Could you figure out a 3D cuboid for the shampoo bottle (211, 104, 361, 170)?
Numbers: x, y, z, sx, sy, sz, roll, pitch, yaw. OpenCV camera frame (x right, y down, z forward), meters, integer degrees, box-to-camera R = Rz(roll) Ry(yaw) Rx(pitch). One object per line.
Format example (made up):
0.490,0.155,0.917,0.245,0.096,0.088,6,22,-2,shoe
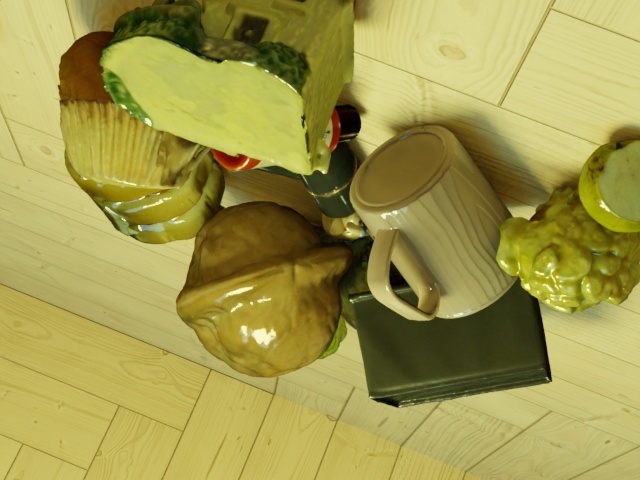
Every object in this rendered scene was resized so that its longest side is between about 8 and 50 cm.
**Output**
-0.043,-0.177,1.542,0.104,0.104,0.278,0,-170,43,shampoo bottle

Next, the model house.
-0.104,-0.280,1.318,0.321,0.266,0.261,19,155,11,model house

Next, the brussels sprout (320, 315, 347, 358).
-0.039,0.212,2.463,0.223,0.161,0.223,20,150,12,brussels sprout

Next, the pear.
0.450,-0.081,1.435,0.141,0.141,0.104,26,179,-7,pear

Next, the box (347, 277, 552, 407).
0.257,0.190,1.861,0.345,0.204,0.251,-12,164,12,box

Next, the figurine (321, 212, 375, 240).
0.080,-0.043,1.817,0.108,0.114,0.196,32,175,-32,figurine

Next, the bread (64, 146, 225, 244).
-0.370,-0.134,1.964,0.301,0.210,0.341,14,155,15,bread

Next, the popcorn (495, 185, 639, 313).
0.407,0.011,1.558,0.217,0.235,0.181,8,124,24,popcorn

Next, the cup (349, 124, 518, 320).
0.177,-0.010,1.618,0.273,0.288,0.208,51,173,-33,cup

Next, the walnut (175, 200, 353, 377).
-0.107,0.100,1.931,0.384,0.383,0.383,19,157,9,walnut

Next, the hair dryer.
-0.091,-0.159,1.803,0.352,0.107,0.189,15,154,32,hair dryer

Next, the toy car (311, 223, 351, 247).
0.000,0.000,2.098,0.142,0.069,0.055,14,-164,20,toy car

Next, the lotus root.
0.160,0.117,2.102,0.267,0.149,0.260,19,157,2,lotus root

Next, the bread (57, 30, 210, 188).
-0.318,-0.220,1.579,0.236,0.183,0.388,3,-157,-24,bread
